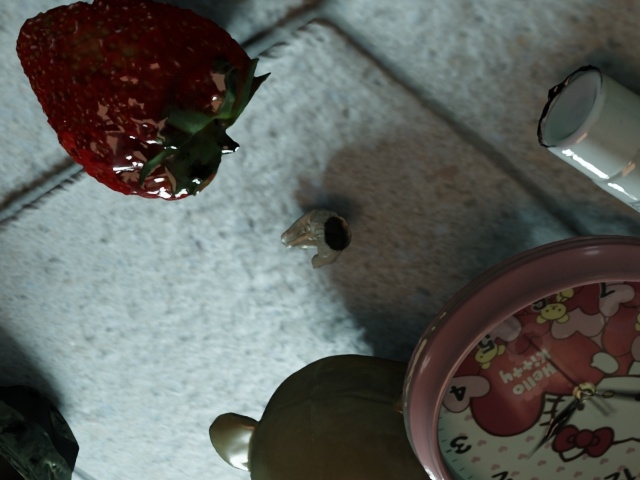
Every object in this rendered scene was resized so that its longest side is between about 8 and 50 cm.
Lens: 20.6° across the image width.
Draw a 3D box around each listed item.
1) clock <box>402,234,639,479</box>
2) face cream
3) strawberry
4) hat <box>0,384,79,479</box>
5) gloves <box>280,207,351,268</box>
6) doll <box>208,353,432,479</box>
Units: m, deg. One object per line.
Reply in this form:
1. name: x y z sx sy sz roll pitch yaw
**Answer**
1. clock: 0.176 0.101 1.203 0.244 0.056 0.244 -5 122 -8
2. face cream: 0.243 -0.024 1.083 0.243 0.058 0.092 30 137 -22
3. strawberry: -0.116 -0.094 1.118 0.148 0.131 0.131 32 156 39
4. hat: -0.289 0.197 1.558 0.265 0.128 0.265 18 133 20
5. gloves: 0.001 -0.001 1.236 0.081 0.037 0.044 -4 103 52
6. doll: 0.068 0.218 1.370 0.235 0.174 0.330 -10 133 32
